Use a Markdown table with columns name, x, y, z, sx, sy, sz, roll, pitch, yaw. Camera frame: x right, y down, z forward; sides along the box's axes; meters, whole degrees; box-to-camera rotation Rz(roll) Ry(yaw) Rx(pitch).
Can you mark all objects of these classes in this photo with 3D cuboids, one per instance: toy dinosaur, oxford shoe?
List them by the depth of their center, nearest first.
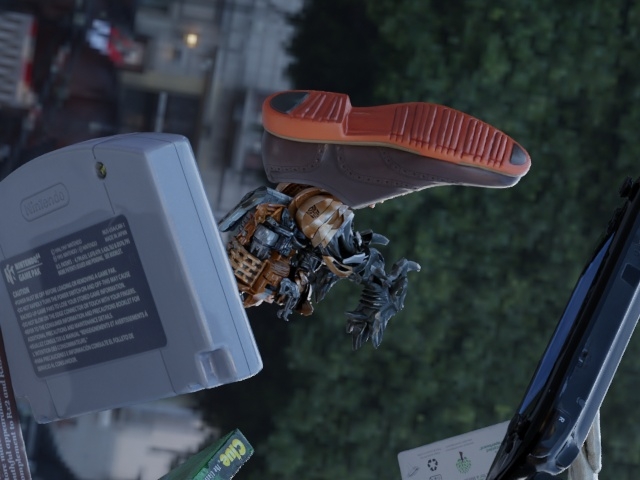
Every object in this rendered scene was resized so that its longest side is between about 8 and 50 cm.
| name | x | y | z | sx | sy | sz | roll | pitch | yaw |
| --- | --- | --- | --- | --- | --- | --- | --- | --- | --- |
| oxford shoe | 0.074 | -0.081 | 1.626 | 0.097 | 0.271 | 0.098 | -62 | 160 | -58 |
| toy dinosaur | 0.000 | 0.000 | 1.800 | 0.218 | 0.322 | 0.164 | 51 | 18 | -40 |

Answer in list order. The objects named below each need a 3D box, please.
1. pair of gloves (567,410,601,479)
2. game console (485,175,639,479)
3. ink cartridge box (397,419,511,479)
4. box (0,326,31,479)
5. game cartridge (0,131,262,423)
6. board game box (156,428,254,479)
| name | x | y | z | sx | sy | sz | roll | pitch | yaw |
| --- | --- | --- | --- | --- | --- | --- | --- | --- | --- |
| pair of gloves | 0.263 | 0.180 | 1.658 | 0.240 | 0.042 | 0.204 | -59 | 145 | -74 |
| game console | 0.101 | 0.117 | 0.857 | 0.361 | 0.044 | 0.213 | -59 | -176 | -30 |
| ink cartridge box | 0.196 | 0.376 | 1.784 | 0.165 | 0.065 | 0.333 | -21 | -109 | 34 |
| box | -0.355 | 0.144 | 1.210 | 0.167 | 0.203 | 0.168 | -24 | 106 | -64 |
| game cartridge | -0.165 | 0.027 | 1.208 | 0.297 | 0.062 | 0.198 | -17 | -92 | 52 |
| board game box | -0.175 | 0.248 | 1.308 | 0.259 | 0.030 | 0.136 | -35 | -177 | 29 |
